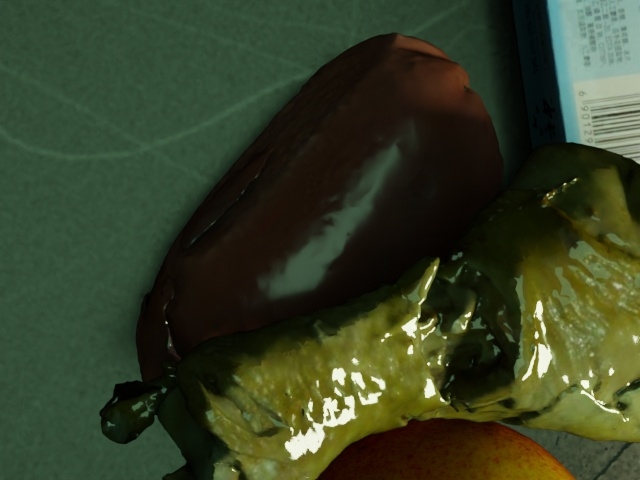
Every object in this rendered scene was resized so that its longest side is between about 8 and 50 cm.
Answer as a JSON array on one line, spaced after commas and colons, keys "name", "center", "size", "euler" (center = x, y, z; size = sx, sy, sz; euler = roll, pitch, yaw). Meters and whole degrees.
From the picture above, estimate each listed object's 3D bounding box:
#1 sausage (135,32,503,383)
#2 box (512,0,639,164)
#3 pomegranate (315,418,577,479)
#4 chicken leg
[{"name": "sausage", "center": [0.000, 0.000, 0.840], "size": [0.152, 0.152, 0.280], "euler": [41, 84, -7]}, {"name": "box", "center": [0.214, -0.124, 0.902], "size": [0.142, 0.083, 0.232], "euler": [-9, 91, -7]}, {"name": "pomegranate", "center": [0.084, 0.217, 0.803], "size": [0.220, 0.256, 0.221], "euler": [-1, 92, -28]}, {"name": "chicken leg", "center": [0.091, 0.059, 0.744], "size": [0.429, 0.152, 0.201], "euler": [-15, 101, -24]}]
